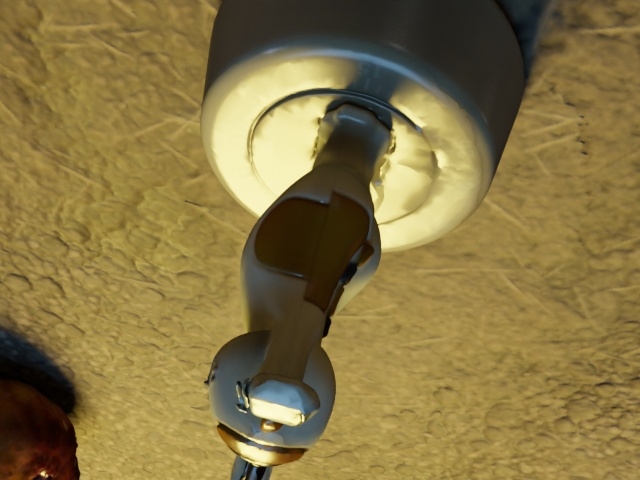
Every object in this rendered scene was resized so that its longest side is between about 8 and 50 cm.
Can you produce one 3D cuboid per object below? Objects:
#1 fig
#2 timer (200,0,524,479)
[{"bbox_3d":[-0.349,0.197,0.946,0.257,0.159,0.159,6,140,18],"label":"fig"},{"bbox_3d":[0.000,0.000,0.503,0.175,0.266,0.175,9,140,7],"label":"timer"}]
